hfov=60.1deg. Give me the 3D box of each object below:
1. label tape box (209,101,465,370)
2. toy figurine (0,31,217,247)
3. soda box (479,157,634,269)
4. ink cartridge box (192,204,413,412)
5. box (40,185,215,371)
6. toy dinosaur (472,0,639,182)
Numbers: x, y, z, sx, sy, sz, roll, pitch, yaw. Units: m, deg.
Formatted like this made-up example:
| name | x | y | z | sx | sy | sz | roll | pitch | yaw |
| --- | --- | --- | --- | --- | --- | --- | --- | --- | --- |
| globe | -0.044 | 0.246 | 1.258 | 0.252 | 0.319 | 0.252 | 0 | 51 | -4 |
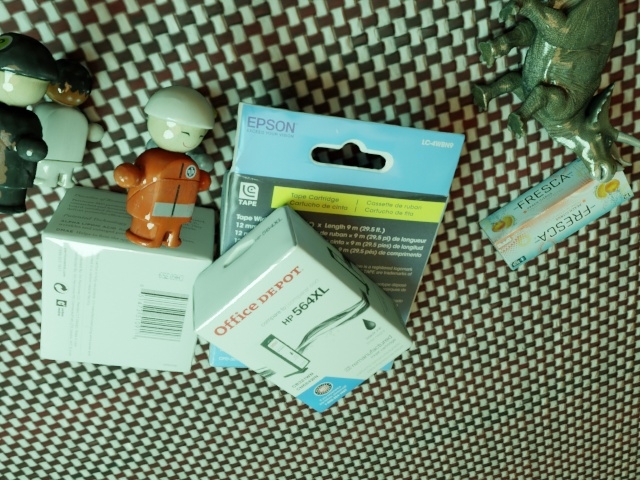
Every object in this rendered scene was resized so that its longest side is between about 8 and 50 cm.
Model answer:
| name | x | y | z | sx | sy | sz | roll | pitch | yaw |
| --- | --- | --- | --- | --- | --- | --- | --- | --- | --- |
| label tape box | 0.000 | 0.000 | 0.690 | 0.249 | 0.115 | 0.347 | 5 | 119 | -13 |
| toy figurine | -0.206 | -0.100 | 0.538 | 0.213 | 0.209 | 0.148 | 14 | 103 | -10 |
| soda box | 0.313 | -0.042 | 0.742 | 0.183 | 0.058 | 0.063 | -34 | 121 | 14 |
| ink cartridge box | -0.020 | 0.082 | 0.617 | 0.148 | 0.086 | 0.203 | -40 | 123 | 15 |
| box | -0.232 | 0.049 | 0.678 | 0.182 | 0.119 | 0.180 | 9 | 120 | -14 |
| toy dinosaur | 0.265 | -0.212 | 0.613 | 0.161 | 0.121 | 0.313 | -20 | 119 | -10 |
